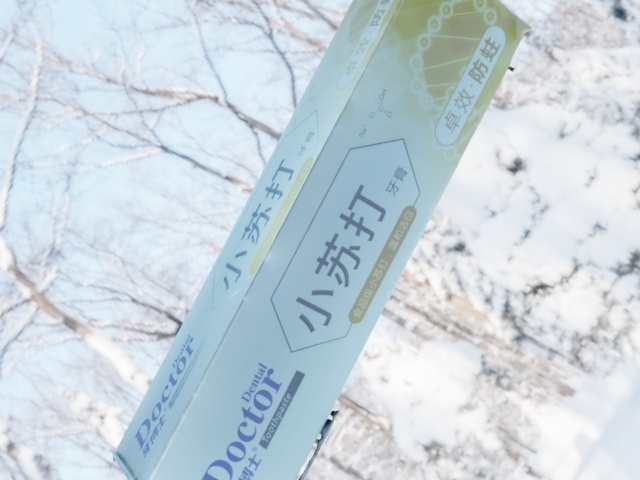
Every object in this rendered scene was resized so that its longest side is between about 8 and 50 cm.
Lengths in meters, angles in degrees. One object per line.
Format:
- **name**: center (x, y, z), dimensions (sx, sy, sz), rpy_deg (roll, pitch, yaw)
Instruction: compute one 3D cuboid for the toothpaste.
- **toothpaste**: center (0.000, 0.000, 0.515), dimensions (0.089, 0.071, 0.312), rpy_deg (29, -93, -30)
